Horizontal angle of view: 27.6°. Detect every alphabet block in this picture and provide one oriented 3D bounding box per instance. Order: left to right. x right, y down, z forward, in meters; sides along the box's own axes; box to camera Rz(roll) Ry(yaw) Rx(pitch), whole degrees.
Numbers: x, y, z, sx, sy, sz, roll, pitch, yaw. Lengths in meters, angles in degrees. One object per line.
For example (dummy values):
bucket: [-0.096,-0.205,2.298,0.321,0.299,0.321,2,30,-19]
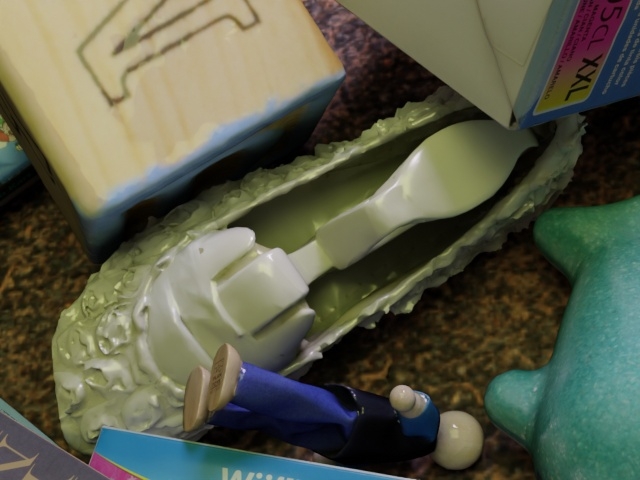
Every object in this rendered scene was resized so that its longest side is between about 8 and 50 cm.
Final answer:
alphabet block: [-0.124,-0.124,0.887,0.193,0.192,0.197,-31,87,-14]

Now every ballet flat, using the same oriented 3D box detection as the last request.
ballet flat: [0.000,0.000,0.840,0.409,0.147,0.147,-33,58,-11]

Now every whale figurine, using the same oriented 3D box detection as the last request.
whale figurine: [0.202,0.067,0.774,0.216,0.141,0.272,-10,54,5]

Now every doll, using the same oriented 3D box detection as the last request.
doll: [0.018,0.109,0.788,0.189,0.129,0.046,17,58,-23]

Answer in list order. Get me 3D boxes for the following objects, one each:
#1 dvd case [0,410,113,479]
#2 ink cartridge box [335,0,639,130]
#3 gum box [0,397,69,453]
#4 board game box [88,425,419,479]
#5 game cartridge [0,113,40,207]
dvd case: [-0.211,0.184,0.763,0.221,0.018,0.164,21,69,38]
ink cartridge box: [0.181,-0.234,0.897,0.395,0.151,0.270,-16,48,-43]
gum box: [-0.247,0.192,0.841,0.157,0.041,0.184,31,68,27]
board game box: [-0.059,0.273,0.722,0.224,0.097,0.303,7,59,15]
game cartridge: [-0.271,-0.147,0.994,0.355,0.068,0.230,-39,83,-13]
